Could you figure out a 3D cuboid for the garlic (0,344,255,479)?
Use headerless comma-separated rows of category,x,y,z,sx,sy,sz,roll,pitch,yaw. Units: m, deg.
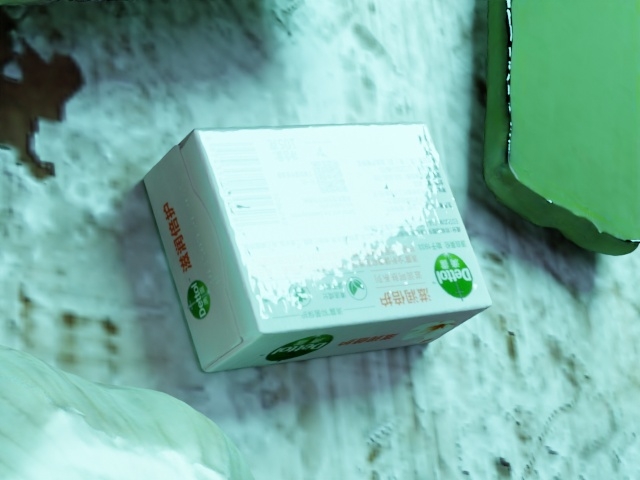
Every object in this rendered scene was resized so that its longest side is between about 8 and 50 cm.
garlic,-0.060,0.107,0.431,0.199,0.226,0.199,14,63,-31

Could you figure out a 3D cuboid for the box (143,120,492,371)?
box,0.000,0.000,0.656,0.125,0.043,0.089,-3,68,-38

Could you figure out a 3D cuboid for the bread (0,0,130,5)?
bread,-0.098,-0.180,0.609,0.338,0.155,0.187,-12,65,-38

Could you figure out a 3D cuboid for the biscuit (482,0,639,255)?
biscuit,0.124,-0.139,0.833,0.099,0.038,0.323,26,52,-28
